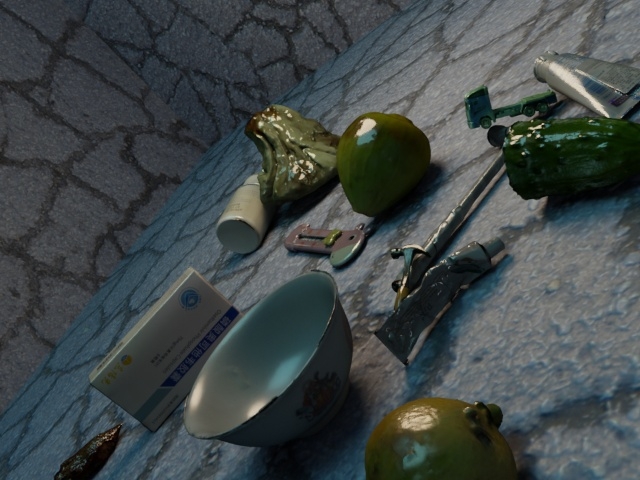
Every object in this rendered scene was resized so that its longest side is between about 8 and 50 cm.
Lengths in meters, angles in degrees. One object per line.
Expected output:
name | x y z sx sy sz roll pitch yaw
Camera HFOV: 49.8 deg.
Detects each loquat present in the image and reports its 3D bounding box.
loquat | 0.134 0.249 0.764 0.204 0.149 0.172 -37 14 -24

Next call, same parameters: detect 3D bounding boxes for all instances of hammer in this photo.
hammer | 0.145 0.089 1.182 0.078 0.021 0.201 -13 47 34
hammer | 0.267 -0.066 1.289 0.427 0.044 0.152 -50 21 -11

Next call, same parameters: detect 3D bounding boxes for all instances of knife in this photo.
knife | -0.001 -0.001 1.676 0.132 0.038 0.399 -48 19 -16

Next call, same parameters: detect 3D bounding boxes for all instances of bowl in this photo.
bowl | -0.053 0.227 1.152 0.345 0.157 0.345 -37 21 17

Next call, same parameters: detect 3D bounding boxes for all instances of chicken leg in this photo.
chicken leg | -0.578 0.542 1.693 0.234 0.063 0.105 -42 25 2

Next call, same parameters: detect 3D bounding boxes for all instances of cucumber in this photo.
cucumber | 0.406 -0.130 1.041 0.244 0.134 0.134 3 50 51

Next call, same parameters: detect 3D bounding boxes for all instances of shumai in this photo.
shumai | -0.082 -0.282 2.006 0.304 0.263 0.309 -19 23 38

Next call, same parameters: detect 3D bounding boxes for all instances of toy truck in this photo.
toy truck | 0.371 -0.276 1.357 0.175 0.081 0.067 -14 15 10

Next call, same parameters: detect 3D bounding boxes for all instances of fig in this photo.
fig | 0.127 -0.178 1.540 0.230 0.207 0.207 -42 20 3

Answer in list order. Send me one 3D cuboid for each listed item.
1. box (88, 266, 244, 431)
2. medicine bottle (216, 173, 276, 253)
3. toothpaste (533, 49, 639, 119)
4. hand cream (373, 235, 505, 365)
box | -0.348 0.254 1.612 0.343 0.200 0.065 -48 23 -11
medicine bottle | -0.214 -0.088 2.113 0.143 0.143 0.258 -30 24 35
toothpaste | 0.494 -0.290 1.261 0.114 0.073 0.299 -42 28 6
hand cream | 0.192 0.081 1.090 0.257 0.084 0.050 -43 27 -9
